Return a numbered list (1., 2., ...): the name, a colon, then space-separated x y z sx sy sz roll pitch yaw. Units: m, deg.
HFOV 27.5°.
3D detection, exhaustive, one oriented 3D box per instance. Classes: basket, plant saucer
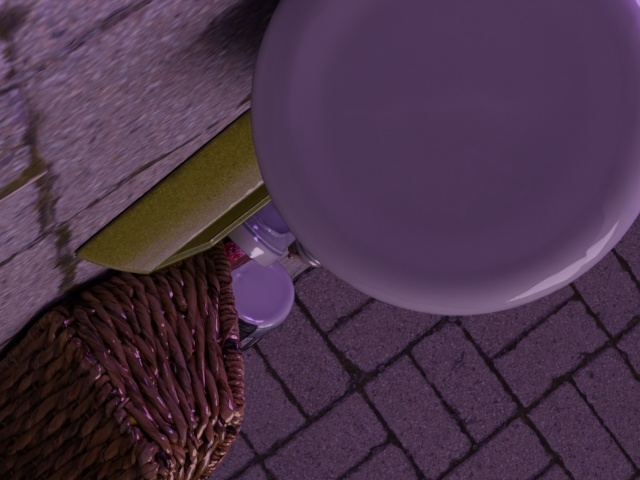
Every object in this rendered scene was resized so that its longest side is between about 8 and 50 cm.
1. basket: -0.184 0.162 1.276 0.223 0.213 0.299 -32 175 -45
2. plant saucer: -0.076 -0.038 1.030 0.188 0.045 0.188 -37 177 18

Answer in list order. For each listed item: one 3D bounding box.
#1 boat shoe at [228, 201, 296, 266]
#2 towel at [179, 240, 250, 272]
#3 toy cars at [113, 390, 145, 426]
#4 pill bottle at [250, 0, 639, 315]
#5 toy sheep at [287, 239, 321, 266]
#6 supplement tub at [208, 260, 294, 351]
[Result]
1. boat shoe: -0.039 -0.039 1.236 0.081 0.079 0.227 -44 -179 14
2. towel: -0.105 0.014 1.647 0.275 0.031 0.199 -32 177 -34
3. toy cars: -0.250 0.191 1.663 0.087 0.176 0.394 6 -172 -9
4. pill bottle: 0.092 -0.074 0.804 0.210 0.210 0.363 -37 177 9
5. toy sheep: 0.000 0.000 2.080 0.132 0.091 0.091 -14 -168 40
6. supplement tub: -0.122 0.100 1.943 0.117 0.117 0.190 -34 177 -29
